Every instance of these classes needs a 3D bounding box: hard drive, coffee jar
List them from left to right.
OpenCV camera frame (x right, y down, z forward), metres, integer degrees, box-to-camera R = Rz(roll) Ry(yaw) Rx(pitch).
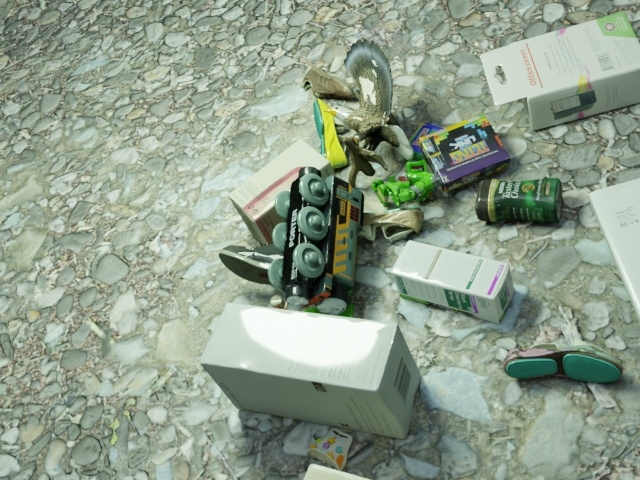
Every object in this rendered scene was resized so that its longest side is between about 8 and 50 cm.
[{"bbox_3d":[0.436,-0.089,1.898,0.184,0.079,0.096,0,54,23],"label":"coffee jar"},{"bbox_3d":[0.709,0.011,1.730,0.233,0.047,0.353,-16,48,10],"label":"hard drive"}]

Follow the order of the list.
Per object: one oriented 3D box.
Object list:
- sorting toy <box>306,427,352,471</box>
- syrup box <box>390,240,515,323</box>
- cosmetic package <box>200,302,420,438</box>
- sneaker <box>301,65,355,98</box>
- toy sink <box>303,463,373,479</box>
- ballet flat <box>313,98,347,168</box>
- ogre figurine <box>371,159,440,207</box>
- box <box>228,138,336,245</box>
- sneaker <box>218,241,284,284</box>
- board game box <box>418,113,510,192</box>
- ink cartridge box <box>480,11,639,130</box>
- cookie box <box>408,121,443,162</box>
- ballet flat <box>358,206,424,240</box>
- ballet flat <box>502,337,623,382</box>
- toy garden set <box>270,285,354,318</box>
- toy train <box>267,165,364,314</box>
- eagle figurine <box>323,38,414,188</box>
[{"bbox_3d":[0.023,0.405,1.704,0.083,0.045,0.075,18,42,32],"label":"sorting toy"},{"bbox_3d":[0.279,0.085,1.813,0.237,0.093,0.096,15,60,31],"label":"syrup box"},{"bbox_3d":[-0.017,0.256,1.719,0.385,0.217,0.156,2,54,26],"label":"cosmetic package"},{"bbox_3d":[0.020,-0.412,2.348,0.071,0.066,0.188,-52,46,0],"label":"sneaker"},{"bbox_3d":[0.081,0.509,1.517,0.234,0.153,0.131,9,57,26],"label":"toy sink"},{"bbox_3d":[0.029,-0.275,2.227,0.077,0.077,0.231,-3,52,-7],"label":"ballet flat"},{"bbox_3d":[0.203,-0.129,2.004,0.118,0.197,0.097,-22,87,-13],"label":"ogre figurine"},{"bbox_3d":[-0.078,-0.104,2.073,0.232,0.148,0.127,-39,50,-10],"label":"box"},{"bbox_3d":[-0.115,0.034,1.965,0.222,0.083,0.118,15,55,18],"label":"sneaker"},{"bbox_3d":[0.336,-0.206,2.020,0.170,0.048,0.141,-22,61,-5],"label":"board game box"},{"bbox_3d":[0.578,-0.393,2.057,0.353,0.119,0.207,-14,50,10],"label":"ink cartridge box"},{"bbox_3d":[0.273,-0.234,2.106,0.107,0.040,0.092,23,66,35],"label":"cookie box"},{"bbox_3d":[0.137,-0.034,1.988,0.206,0.073,0.067,-7,74,22],"label":"ballet flat"},{"bbox_3d":[0.462,0.225,1.650,0.221,0.077,0.079,-3,33,20],"label":"ballet flat"},{"bbox_3d":[-0.029,0.103,1.958,0.203,0.049,0.244,-12,51,10],"label":"toy garden set"},{"bbox_3d":[0.000,0.000,1.868,0.142,0.190,0.334,-32,44,46],"label":"toy train"},{"bbox_3d":[0.121,-0.312,2.085,0.226,0.225,0.298,-29,35,52],"label":"eagle figurine"}]
